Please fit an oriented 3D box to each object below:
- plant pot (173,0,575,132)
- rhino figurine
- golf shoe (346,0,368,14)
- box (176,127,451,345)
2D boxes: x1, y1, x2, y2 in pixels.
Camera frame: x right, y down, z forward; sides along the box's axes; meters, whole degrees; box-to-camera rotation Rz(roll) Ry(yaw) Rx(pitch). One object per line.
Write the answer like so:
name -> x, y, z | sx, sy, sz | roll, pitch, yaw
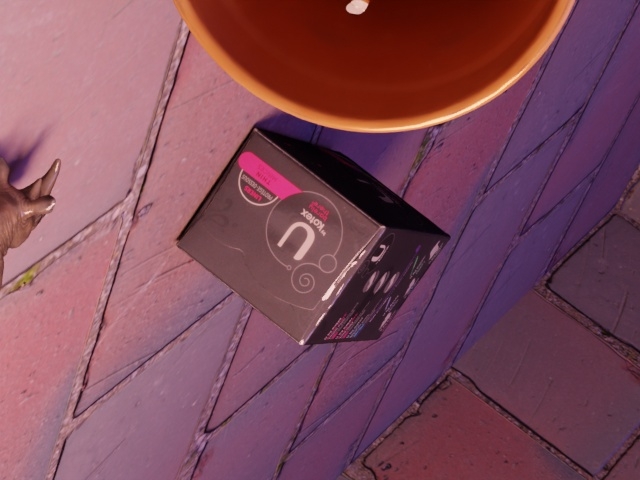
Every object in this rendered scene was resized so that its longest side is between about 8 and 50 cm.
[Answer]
plant pot -> 0.049, -0.243, 1.290 | 0.291, 0.291, 0.203 | -60, 180, 24
rhino figurine -> -0.260, 0.028, 1.309 | 0.243, 0.073, 0.106 | -48, 168, -23
golf shoe -> 0.113, -0.278, 1.676 | 0.306, 0.115, 0.140 | -39, 156, -46
box -> 0.000, 0.000, 1.849 | 0.143, 0.165, 0.270 | -55, 166, 9
